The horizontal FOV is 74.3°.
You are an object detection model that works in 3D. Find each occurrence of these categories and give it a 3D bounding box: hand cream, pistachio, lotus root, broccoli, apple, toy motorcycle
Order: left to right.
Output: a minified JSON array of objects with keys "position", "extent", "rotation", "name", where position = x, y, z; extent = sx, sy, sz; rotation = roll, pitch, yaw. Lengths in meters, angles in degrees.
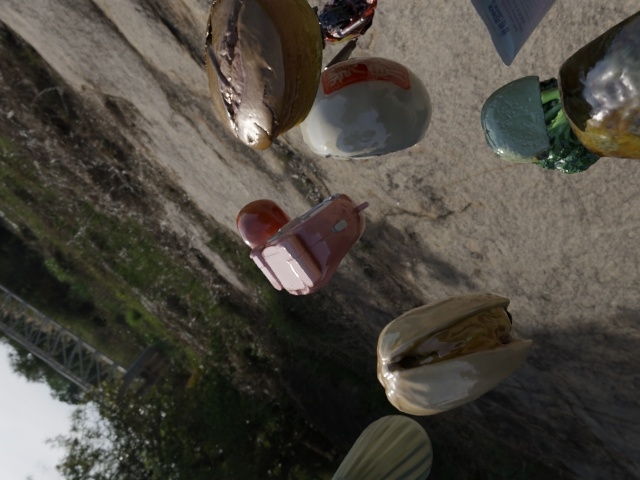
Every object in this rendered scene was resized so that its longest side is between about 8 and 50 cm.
[{"position":[-0.147,-0.039,1.166],"extent":[0.163,0.139,0.163],"rotation":[53,-169,-15],"name":"apple"},{"position":[0.055,-0.530,1.010],"extent":[0.298,0.171,0.089],"rotation":[-87,-25,-73],"name":"toy motorcycle"},{"position":[0.192,0.165,0.628],"extent":[0.157,0.230,0.157],"rotation":[-25,-90,-85],"name":"pistachio"},{"position":[0.481,-0.580,0.966],"extent":[0.185,0.358,0.118],"rotation":[49,166,-25],"name":"hand cream"},{"position":[0.678,-0.338,1.182],"extent":[0.308,0.307,0.275],"rotation":[31,149,8],"name":"broccoli"},{"position":[0.452,-0.205,0.492],"extent":[0.314,0.142,0.210],"rotation":[-37,81,44],"name":"lotus root"}]

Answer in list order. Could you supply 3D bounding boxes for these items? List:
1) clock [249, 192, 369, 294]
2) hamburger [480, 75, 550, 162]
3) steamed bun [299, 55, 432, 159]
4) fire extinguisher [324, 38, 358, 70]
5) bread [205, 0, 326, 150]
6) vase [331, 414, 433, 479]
[{"position":[0.000,0.000,0.911],"extent":[0.142,0.241,0.227],"rotation":[53,154,-10],"name":"clock"},{"position":[0.280,-0.171,0.616],"extent":[0.084,0.054,0.121],"rotation":[-7,94,22],"name":"hamburger"},{"position":[0.122,-0.384,1.185],"extent":[0.375,0.374,0.241],"rotation":[15,124,34],"name":"steamed bun"},{"position":[0.073,-0.569,1.302],"extent":[0.035,0.173,0.049],"rotation":[17,152,45],"name":"fire extinguisher"},{"position":[-0.102,-0.285,0.706],"extent":[0.195,0.143,0.269],"rotation":[43,147,20],"name":"bread"},{"position":[0.098,0.378,0.700],"extent":[0.128,0.128,0.248],"rotation":[17,-174,32],"name":"vase"}]
